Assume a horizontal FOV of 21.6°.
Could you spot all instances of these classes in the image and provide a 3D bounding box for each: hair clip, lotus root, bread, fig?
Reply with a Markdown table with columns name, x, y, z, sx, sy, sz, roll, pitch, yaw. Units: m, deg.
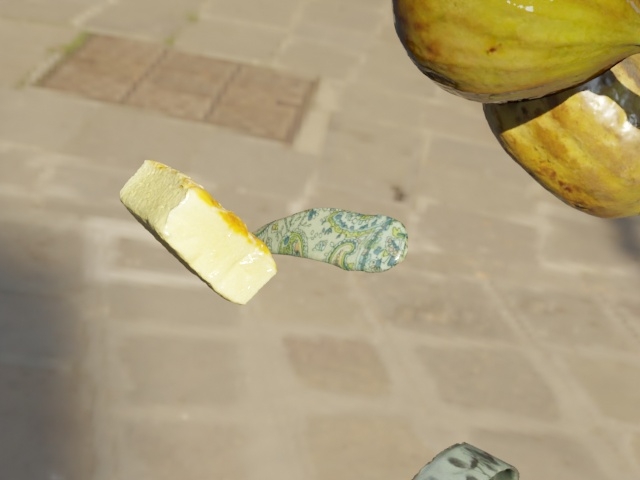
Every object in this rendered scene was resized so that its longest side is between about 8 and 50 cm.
| name | x | y | z | sx | sy | sz | roll | pitch | yaw |
| --- | --- | --- | --- | --- | --- | --- | --- | --- | --- |
| hair clip | -0.001 | -0.001 | 1.725 | 0.229 | 0.066 | 0.036 | 3 | -21 | 46 |
| lotus root | 0.266 | -0.121 | 1.661 | 0.314 | 0.169 | 0.141 | 48 | 49 | -3 |
| bread | -0.127 | -0.013 | 1.691 | 0.125 | 0.068 | 0.188 | 46 | -6 | -22 |
| fig | 0.217 | -0.190 | 1.445 | 0.321 | 0.217 | 0.217 | 28 | 26 | 27 |

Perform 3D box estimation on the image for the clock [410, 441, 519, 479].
| name | x | y | z | sx | sy | sz | roll | pitch | yaw |
| --- | --- | --- | --- | --- | --- | --- | --- | --- | --- |
| clock | 0.063 | 0.239 | 1.166 | 0.042 | 0.215 | 0.215 | 31 | 26 | 21 |
